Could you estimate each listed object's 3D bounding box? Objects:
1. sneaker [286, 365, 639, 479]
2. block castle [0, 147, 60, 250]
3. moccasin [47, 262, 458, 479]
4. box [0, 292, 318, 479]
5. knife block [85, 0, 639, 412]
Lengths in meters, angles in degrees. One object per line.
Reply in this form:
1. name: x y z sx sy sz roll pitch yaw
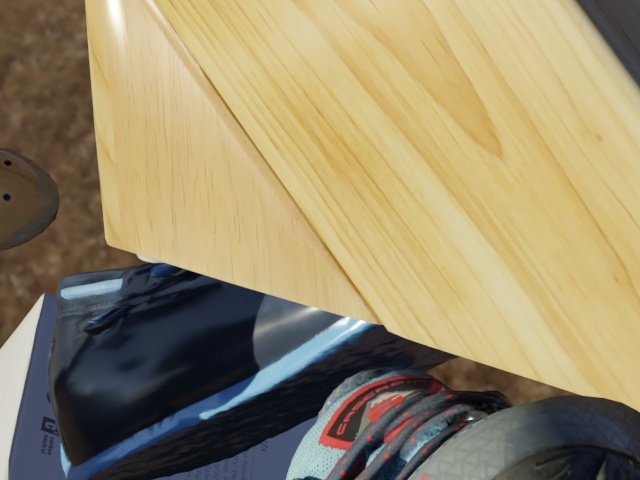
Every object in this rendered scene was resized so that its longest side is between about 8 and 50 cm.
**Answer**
1. sneaker: 0.021 0.084 0.427 0.104 0.262 0.125 -14 64 -12
2. block castle: -0.175 0.194 0.519 0.213 0.453 0.303 -1 -16 -8
3. moccasin: 0.000 0.000 0.706 0.342 0.116 0.138 -26 -18 28
4. box: -0.083 0.212 1.139 0.215 0.345 0.168 -47 29 43
5. knife block: 0.018 -0.105 0.399 0.276 0.242 0.088 17 29 35
